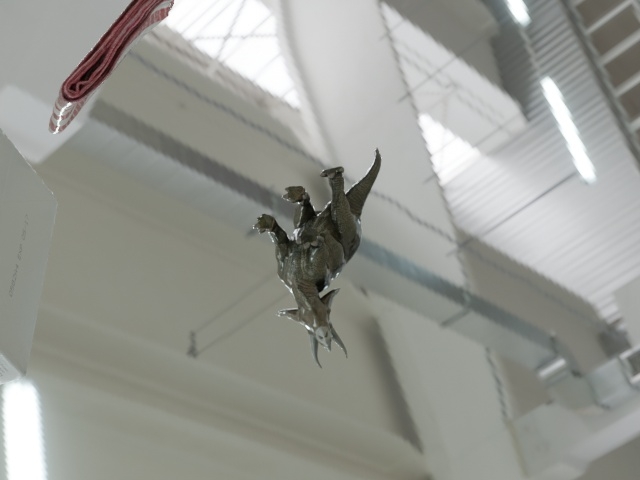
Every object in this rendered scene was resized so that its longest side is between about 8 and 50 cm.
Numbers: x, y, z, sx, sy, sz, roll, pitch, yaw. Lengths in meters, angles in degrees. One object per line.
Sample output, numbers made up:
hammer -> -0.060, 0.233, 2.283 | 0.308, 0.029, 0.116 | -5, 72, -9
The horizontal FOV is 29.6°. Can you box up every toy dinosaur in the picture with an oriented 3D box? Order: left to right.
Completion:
toy dinosaur -> 0.000, 0.000, 1.645 | 0.160, 0.121, 0.313 | 70, -148, -45

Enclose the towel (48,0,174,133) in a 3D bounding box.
towel -> -0.254, -0.239, 1.519 | 0.037, 0.237, 0.329 | 40, 169, -10

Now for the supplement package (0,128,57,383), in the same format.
supplement package -> -0.383, 0.010, 0.959 | 0.199, 0.262, 0.198 | -92, -21, -45
